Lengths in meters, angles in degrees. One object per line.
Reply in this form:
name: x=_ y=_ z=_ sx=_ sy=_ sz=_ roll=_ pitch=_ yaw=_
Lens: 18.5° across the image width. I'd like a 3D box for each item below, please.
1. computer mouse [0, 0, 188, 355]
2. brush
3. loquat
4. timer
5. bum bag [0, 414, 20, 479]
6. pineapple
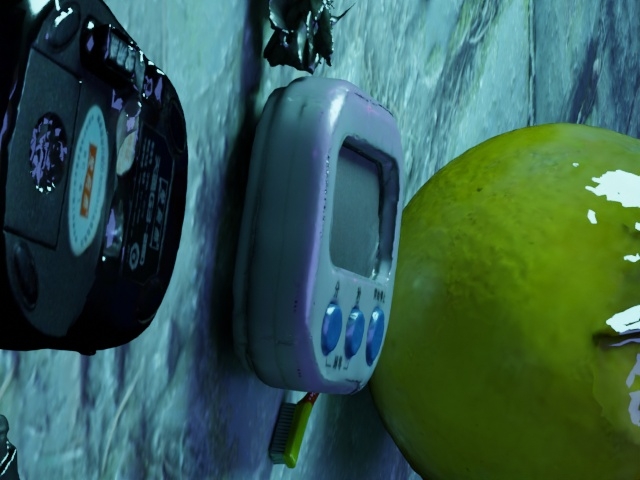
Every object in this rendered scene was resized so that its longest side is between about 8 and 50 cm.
computer mouse: x=-0.120 y=-0.025 z=0.743 sx=0.233 sy=0.096 sz=0.137 roll=49 pitch=53 yaw=-75
brush: x=-0.014 y=0.111 z=1.307 sx=0.018 sy=0.021 sz=0.083 roll=71 pitch=34 yaw=-54
loquat: x=0.177 y=0.082 z=1.505 sx=0.359 sy=0.328 sz=0.328 roll=-30 pitch=-142 yaw=52
timer: x=0.000 y=0.000 z=1.229 sx=0.208 sy=0.069 sz=0.190 roll=22 pitch=74 yaw=-73
bum bag: x=-0.144 y=0.128 z=0.821 sx=0.058 sy=0.034 sz=0.124 roll=-29 pitch=124 yaw=-55
pineapple: x=0.000 y=-0.179 z=1.177 sx=0.074 sy=0.074 sz=0.159 roll=12 pitch=91 yaw=-74
